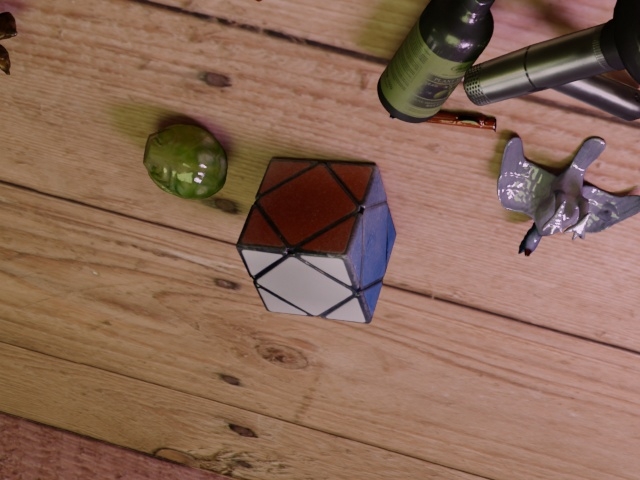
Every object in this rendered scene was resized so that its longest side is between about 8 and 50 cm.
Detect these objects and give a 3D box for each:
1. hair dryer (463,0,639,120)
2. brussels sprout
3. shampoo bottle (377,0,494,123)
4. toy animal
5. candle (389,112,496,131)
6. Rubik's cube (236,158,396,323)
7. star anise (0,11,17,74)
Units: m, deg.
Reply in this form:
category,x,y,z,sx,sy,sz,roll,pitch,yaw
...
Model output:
category,x,y,z,sx,sy,sz,roll,pitch,yaw
hair dryer,0.392,-0.242,1.516,0.284,0.155,0.320,-8,178,-32
brussels sprout,-0.234,-0.134,1.998,0.155,0.117,0.155,7,152,4
shampoo bottle,0.174,-0.275,1.603,0.101,0.101,0.284,24,147,-8
toy animal,0.375,-0.066,1.836,0.239,0.176,0.255,22,113,-11
candle,0.190,-0.191,1.793,0.167,0.021,0.026,8,166,14
Rubik's cube,0.000,0.000,1.997,0.207,0.205,0.205,4,144,20
star anise,-0.579,-0.349,1.862,0.196,0.111,0.212,31,138,-27
